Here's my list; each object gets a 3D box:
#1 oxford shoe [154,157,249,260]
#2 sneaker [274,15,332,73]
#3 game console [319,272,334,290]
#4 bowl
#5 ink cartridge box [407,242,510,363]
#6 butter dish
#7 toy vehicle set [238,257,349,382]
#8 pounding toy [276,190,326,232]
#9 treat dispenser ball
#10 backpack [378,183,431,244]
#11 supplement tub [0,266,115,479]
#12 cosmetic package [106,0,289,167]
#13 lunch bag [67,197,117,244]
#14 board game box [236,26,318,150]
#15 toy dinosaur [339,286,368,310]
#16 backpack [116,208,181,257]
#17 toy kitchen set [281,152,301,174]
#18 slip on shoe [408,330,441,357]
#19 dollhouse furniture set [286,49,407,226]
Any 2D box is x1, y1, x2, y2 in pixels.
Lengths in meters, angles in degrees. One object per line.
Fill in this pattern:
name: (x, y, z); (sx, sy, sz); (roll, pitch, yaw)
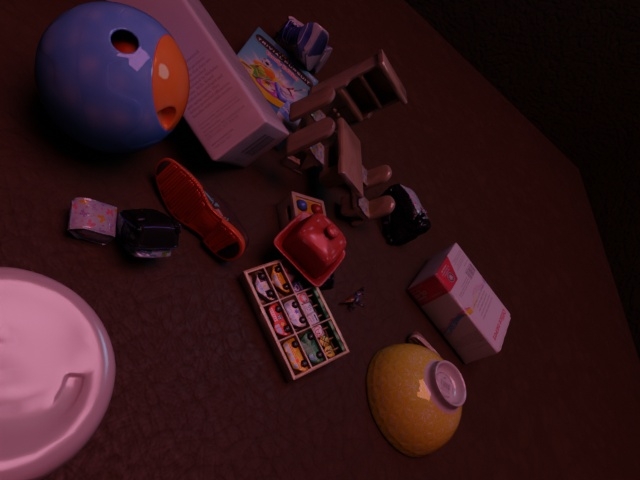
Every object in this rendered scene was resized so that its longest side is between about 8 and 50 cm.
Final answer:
oxford shoe: (-0.266, -0.074, 1.172); (0.271, 0.097, 0.098); (53, 19, -9)
sneaker: (-0.072, -0.655, 1.706); (0.182, 0.127, 0.315); (34, 10, -1)
game console: (-0.023, 0.061, 1.312); (0.071, 0.107, 0.122); (69, 17, -53)
bowl: (0.272, 0.383, 1.310); (0.289, 0.156, 0.290); (25, 48, -31)
ink cartridge box: (0.442, 0.195, 1.634); (0.306, 0.131, 0.226); (53, 39, -3)
butter dish: (0.000, 0.000, 1.227); (0.160, 0.118, 0.160); (47, 47, -5)
toy vehicle set: (-0.060, 0.171, 1.198); (0.166, 0.035, 0.267); (-19, 76, -36)
pounding toy: (-0.027, -0.046, 1.363); (0.130, 0.100, 0.141); (14, 54, -38)
treat dispenser ball: (-0.408, -0.319, 1.032); (0.288, 0.288, 0.288); (25, 47, -31)
backpack: (0.265, -0.089, 1.669); (0.115, 0.152, 0.182); (21, 45, -55)
supplement tub: (-0.416, 0.198, 0.624); (0.235, 0.325, 0.236); (25, 48, -31)
cosmetic package: (-0.285, -0.410, 1.258); (0.453, 0.161, 0.230); (56, 10, 3)
lunch bag: (-0.438, -0.038, 0.988); (0.083, 0.053, 0.071); (22, 51, -46)
board game box: (-0.157, -0.462, 1.549); (0.253, 0.079, 0.336); (38, 42, -20)
toy dinosaur: (0.097, 0.149, 1.397); (0.090, 0.047, 0.082); (26, 28, -16)
backpack: (-0.348, -0.015, 1.026); (0.114, 0.084, 0.105); (29, 21, 38)
toy kitchen set: (-0.063, -0.254, 1.501); (0.075, 0.068, 0.083); (25, 47, -31)
slip on shoe: (0.303, 0.316, 1.478); (0.135, 0.051, 0.041); (45, 28, -2)
dollhouse furniture set: (0.113, -0.316, 1.493); (0.362, 0.256, 0.394); (44, 36, -43)
